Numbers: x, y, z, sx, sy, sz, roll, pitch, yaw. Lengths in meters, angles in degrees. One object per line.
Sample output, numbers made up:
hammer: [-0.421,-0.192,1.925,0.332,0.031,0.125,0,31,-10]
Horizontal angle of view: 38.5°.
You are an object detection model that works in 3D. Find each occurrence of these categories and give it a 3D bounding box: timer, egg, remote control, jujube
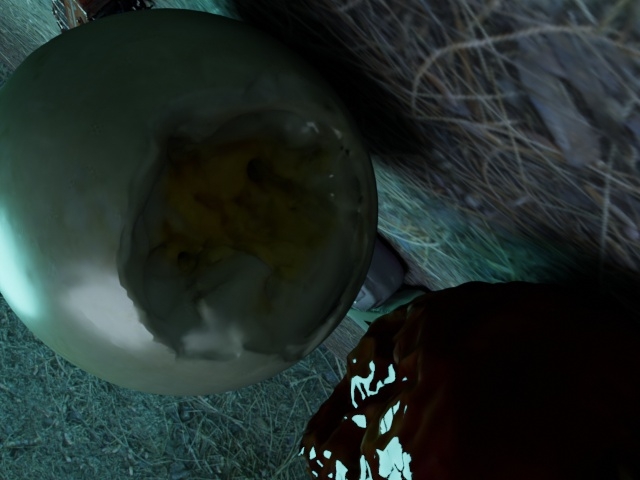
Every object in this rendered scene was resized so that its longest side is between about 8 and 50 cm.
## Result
timer: [0.000,0.000,1.067,0.208,0.069,0.191,42,169,5]
egg: [-0.118,-0.034,0.691,0.278,0.278,0.336,46,165,-30]
remote control: [0.121,0.120,1.185,0.145,0.050,0.344,42,171,-7]
jujube: [0.136,0.168,0.685,0.276,0.276,0.377,42,168,-5]

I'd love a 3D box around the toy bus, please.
toy bus: [-0.224,-0.232,0.907,0.096,0.073,0.235,52,170,-8]
